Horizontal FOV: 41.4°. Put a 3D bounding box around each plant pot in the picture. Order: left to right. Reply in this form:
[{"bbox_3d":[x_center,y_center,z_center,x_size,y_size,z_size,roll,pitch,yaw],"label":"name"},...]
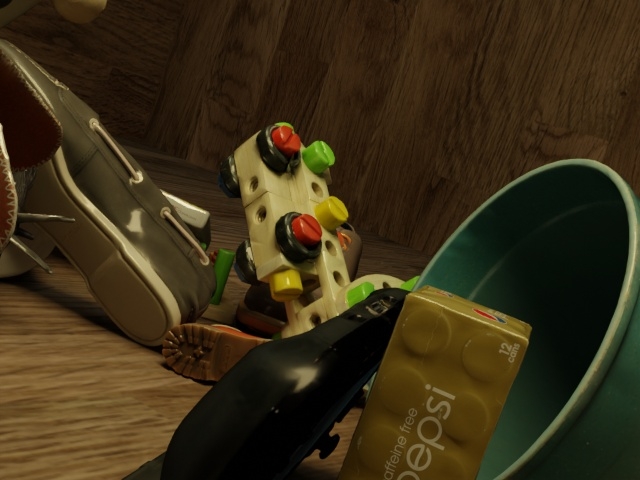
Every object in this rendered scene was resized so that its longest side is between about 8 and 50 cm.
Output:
[{"bbox_3d":[0.211,0.122,0.615,0.255,0.271,0.271,32,3,-16],"label":"plant pot"}]

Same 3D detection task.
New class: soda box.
[{"bbox_3d":[0.044,0.116,0.421,0.061,0.181,0.058,21,6,14],"label":"soda box"}]

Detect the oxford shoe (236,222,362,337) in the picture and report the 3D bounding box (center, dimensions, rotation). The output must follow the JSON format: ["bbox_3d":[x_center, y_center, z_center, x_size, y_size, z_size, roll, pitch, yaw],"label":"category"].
[{"bbox_3d":[-0.017,0.042,1.069,0.130,0.132,0.363,20,10,2],"label":"oxford shoe"}]

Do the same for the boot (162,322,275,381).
[{"bbox_3d":[-0.055,0.110,0.767,0.158,0.059,0.085,19,1,14],"label":"boot"}]

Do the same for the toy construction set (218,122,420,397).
[{"bbox_3d":[0.000,0.000,0.864,0.215,0.151,0.327,20,32,-45],"label":"toy construction set"}]

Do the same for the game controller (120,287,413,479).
[{"bbox_3d":[-0.015,0.101,0.464,0.067,0.166,0.319,48,12,8],"label":"game controller"}]

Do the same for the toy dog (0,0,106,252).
[{"bbox_3d":[-0.200,-0.007,0.423,0.161,0.333,0.220,34,27,-18],"label":"toy dog"}]

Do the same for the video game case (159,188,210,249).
[{"bbox_3d":[-0.229,-0.049,1.012,0.206,0.026,0.227,25,-10,-3],"label":"video game case"}]

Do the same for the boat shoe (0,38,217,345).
[{"bbox_3d":[-0.221,-0.053,0.800,0.335,0.112,0.095,55,36,-6],"label":"boat shoe"}]

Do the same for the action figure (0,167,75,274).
[{"bbox_3d":[-0.354,-0.033,0.717,0.276,0.164,0.141,11,-10,24],"label":"action figure"}]

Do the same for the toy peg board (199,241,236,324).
[{"bbox_3d":[-0.178,0.025,1.028,0.161,0.079,0.160,18,7,-13],"label":"toy peg board"}]

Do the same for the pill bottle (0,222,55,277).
[{"bbox_3d":[-0.356,-0.045,0.918,0.124,0.124,0.221,15,6,-28],"label":"pill bottle"}]
